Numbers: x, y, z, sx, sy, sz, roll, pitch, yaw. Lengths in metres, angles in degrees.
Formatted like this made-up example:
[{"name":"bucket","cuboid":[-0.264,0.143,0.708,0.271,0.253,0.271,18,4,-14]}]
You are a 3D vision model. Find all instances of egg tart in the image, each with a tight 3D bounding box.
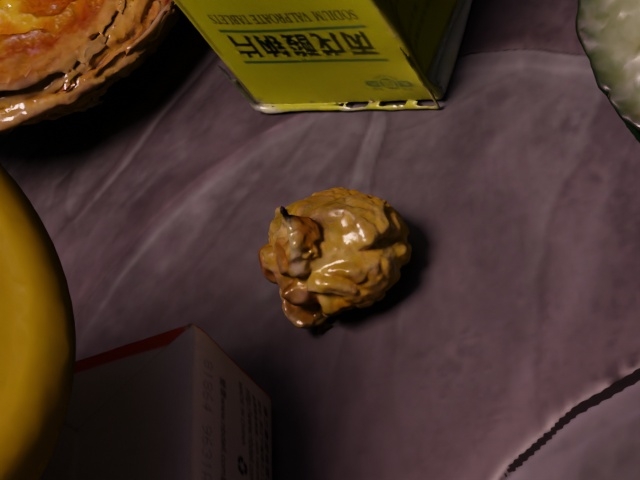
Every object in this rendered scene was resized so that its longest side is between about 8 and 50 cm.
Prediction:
[{"name":"egg tart","cuboid":[-0.210,-0.164,0.874,0.297,0.132,0.297,-9,49,10]}]

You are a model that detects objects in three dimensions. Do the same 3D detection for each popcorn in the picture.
[{"name":"popcorn","cuboid":[0.000,0.000,0.643,0.084,0.084,0.084,-17,51,22]}]

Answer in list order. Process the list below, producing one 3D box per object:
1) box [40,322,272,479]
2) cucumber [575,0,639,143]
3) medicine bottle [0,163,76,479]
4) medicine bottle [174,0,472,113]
[{"name":"box","cuboid":[-0.092,0.149,0.585,0.133,0.099,0.182,-21,48,18]},{"name":"cucumber","cuboid":[0.212,-0.112,0.557,0.191,0.130,0.191,-19,52,26]},{"name":"medicine bottle","cuboid":[-0.279,0.102,0.560,0.384,0.224,0.224,-39,36,49]},{"name":"medicine bottle","cuboid":[-0.021,-0.192,0.678,0.137,0.250,0.141,1,62,31]}]
